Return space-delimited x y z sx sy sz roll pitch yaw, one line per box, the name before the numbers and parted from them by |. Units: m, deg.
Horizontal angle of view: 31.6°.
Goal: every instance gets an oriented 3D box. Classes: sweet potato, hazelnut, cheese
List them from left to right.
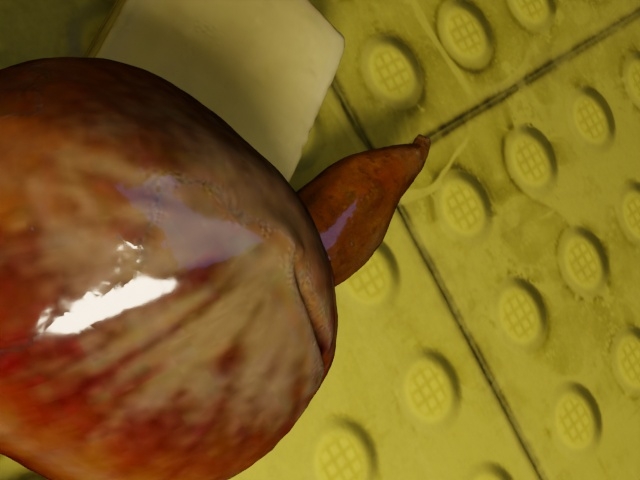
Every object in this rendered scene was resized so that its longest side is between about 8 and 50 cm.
hazelnut | -0.170 0.038 0.957 0.409 0.359 0.359 34 59 -28
cheese | -0.120 -0.172 1.203 0.242 0.124 0.265 34 58 -20
sweet potato | 0.002 -0.005 1.250 0.359 0.112 0.112 -45 105 -21
